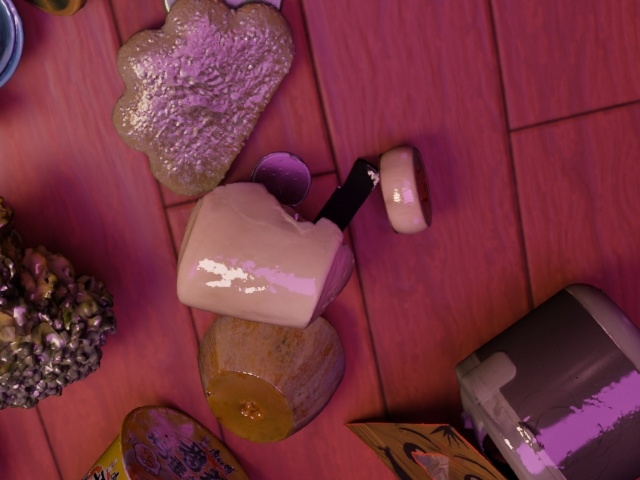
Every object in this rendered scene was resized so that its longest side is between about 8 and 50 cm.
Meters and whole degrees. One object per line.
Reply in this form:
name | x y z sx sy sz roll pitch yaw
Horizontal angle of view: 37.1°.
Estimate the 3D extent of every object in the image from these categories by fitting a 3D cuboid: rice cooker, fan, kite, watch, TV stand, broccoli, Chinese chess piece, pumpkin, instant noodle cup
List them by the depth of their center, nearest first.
watch | -0.459 -0.236 1.175 0.211 0.211 0.193 32 82 -14
broccoli | -0.442 0.107 1.204 0.334 0.324 0.272 -35 88 31
Chinese chess piece | 0.118 -0.069 1.304 0.051 0.122 0.122 -11 108 16
fan | -0.077 -0.074 1.340 0.133 0.005 0.085 -22 108 -1
rice cooker | 0.347 0.230 1.341 0.277 0.288 0.288 -38 107 6
instant noodle cup | -0.240 0.392 1.342 0.264 0.264 0.200 42 107 -16
TV stand | 0.000 0.000 1.348 0.040 0.049 0.256 33 100 -12
pumpkin | -0.074 0.203 1.350 0.217 0.110 0.217 2 128 3
kite | 0.188 0.339 1.361 0.013 0.377 0.327 -51 150 -29

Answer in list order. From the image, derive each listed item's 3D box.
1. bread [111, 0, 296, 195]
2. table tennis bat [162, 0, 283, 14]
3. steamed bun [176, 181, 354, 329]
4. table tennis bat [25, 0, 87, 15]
bread | -0.171 -0.200 1.256 0.207 0.056 0.286 24 106 -17
table tennis bat | -0.139 -0.370 1.233 0.160 0.039 0.257 -16 113 -1
steamed bun | -0.066 0.009 1.244 0.225 0.200 0.170 14 116 3
table tennis bat | -0.408 -0.385 1.142 0.321 0.198 0.050 35 66 3
